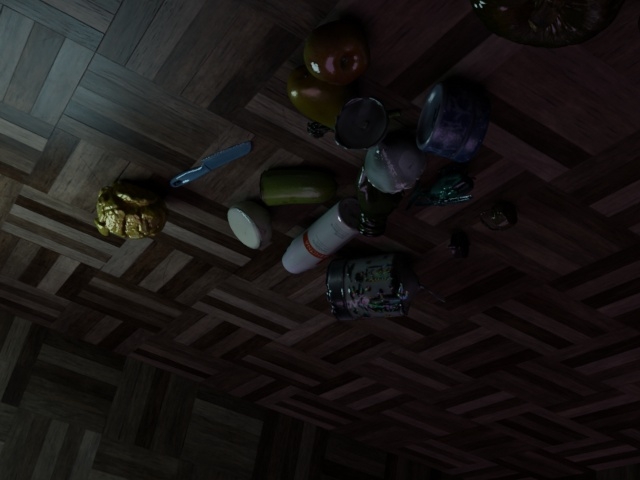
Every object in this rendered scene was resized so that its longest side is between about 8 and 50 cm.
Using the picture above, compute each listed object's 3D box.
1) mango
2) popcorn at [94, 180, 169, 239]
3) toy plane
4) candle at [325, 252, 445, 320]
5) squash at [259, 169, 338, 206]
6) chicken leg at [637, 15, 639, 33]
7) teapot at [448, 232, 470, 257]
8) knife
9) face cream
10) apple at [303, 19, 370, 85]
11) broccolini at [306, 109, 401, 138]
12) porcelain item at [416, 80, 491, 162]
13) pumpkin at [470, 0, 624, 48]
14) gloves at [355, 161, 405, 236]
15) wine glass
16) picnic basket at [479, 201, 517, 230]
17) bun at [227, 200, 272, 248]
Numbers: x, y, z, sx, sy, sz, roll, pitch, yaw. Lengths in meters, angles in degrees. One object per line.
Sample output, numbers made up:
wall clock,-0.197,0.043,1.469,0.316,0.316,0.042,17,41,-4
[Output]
mango,0.011,-0.294,1.615,0.130,0.091,0.194,-8,149,26
popcorn,-0.511,-0.083,2.059,0.194,0.163,0.140,30,128,20
toy plane,0.286,-0.116,1.818,0.060,0.096,0.235,32,161,-26
candle,0.180,0.128,2.155,0.330,0.187,0.187,-6,145,22
squash,-0.049,-0.133,1.903,0.188,0.095,0.095,-3,146,15
chicken leg,0.585,-0.420,1.230,0.087,0.107,0.251,23,143,13
teapot,0.360,0.014,2.030,0.045,0.067,0.100,-5,179,30
knife,-0.279,-0.191,1.949,0.313,0.019,0.044,-19,135,37
face cream,0.000,0.000,2.084,0.102,0.102,0.345,24,145,-20
apple,0.032,-0.354,1.483,0.126,0.102,0.126,-11,132,-13
broccolini,0.070,-0.262,1.703,0.218,0.044,0.042,-10,103,25
porcelain item,0.271,-0.238,1.570,0.114,0.147,0.147,15,148,-9
pumpkin,0.359,-0.407,1.230,0.260,0.189,0.260,10,149,6
gloves,0.142,-0.122,1.834,0.135,0.107,0.268,-2,141,-18
wine glass,0.122,-0.202,1.612,0.156,0.156,0.232,-4,164,23
picnic basket,0.432,-0.052,1.897,0.072,0.072,0.083,32,144,-31
bun,-0.175,-0.052,2.070,0.138,0.094,0.138,32,144,28
